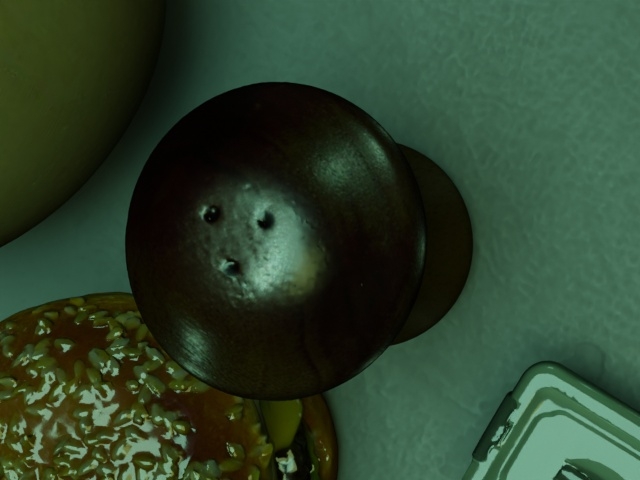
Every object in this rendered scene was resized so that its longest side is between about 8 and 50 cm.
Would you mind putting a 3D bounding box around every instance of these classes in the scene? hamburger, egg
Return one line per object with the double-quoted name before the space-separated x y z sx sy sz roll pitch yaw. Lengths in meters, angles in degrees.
"hamburger" -0.141 0.173 1.015 0.291 0.225 0.291 0 90 16
"egg" -0.280 -0.147 1.021 0.301 0.301 0.374 46 107 14

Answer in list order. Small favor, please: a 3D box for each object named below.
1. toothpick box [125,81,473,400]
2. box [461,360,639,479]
"toothpick box" 0.000 0.000 0.926 0.192 0.294 0.192 0 90 20
"box" 0.195 0.168 0.964 0.172 0.093 0.124 33 100 16
